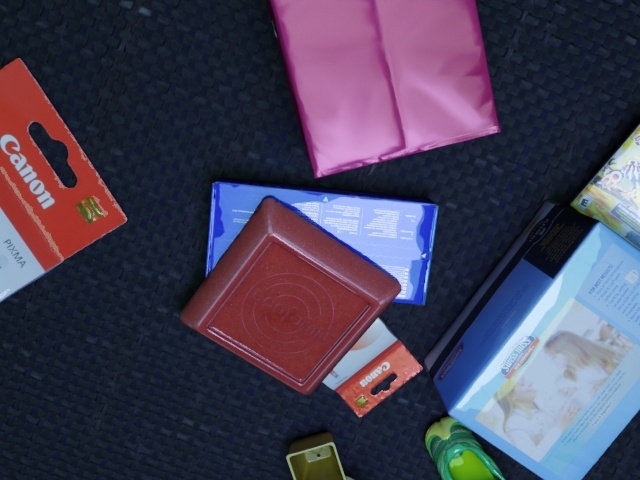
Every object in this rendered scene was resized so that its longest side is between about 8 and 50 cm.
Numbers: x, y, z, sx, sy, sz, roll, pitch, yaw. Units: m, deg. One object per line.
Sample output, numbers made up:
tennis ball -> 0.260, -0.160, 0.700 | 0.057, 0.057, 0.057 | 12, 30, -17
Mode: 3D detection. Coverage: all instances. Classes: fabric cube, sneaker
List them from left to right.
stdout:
fabric cube -> 0.076, -0.252, 0.995 | 0.259, 0.254, 0.258 | -14, 102, 1
sneaker -> 0.272, 0.436, 1.191 | 0.109, 0.123, 0.296 | -35, 100, 5

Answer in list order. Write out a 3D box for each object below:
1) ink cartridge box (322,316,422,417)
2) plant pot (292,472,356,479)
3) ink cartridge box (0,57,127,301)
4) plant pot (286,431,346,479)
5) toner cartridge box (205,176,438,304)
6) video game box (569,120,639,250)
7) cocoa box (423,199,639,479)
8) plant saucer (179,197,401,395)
ink cartridge box -> 0.063, 0.197, 1.183 | 0.145, 0.045, 0.179 | -39, 96, 6
plant pot -> 0.013, 0.573, 1.161 | 0.276, 0.276, 0.254 | -27, 112, 4
ink cartridge box -> -0.548, -0.053, 1.099 | 0.385, 0.091, 0.308 | -31, 100, 5
plant pot -> -0.007, 0.366, 1.192 | 0.081, 0.083, 0.081 | -17, 100, 1
toner cartridge box -> 0.000, 0.000, 1.129 | 0.347, 0.075, 0.165 | 6, 102, -2
video game box -> 0.529, -0.066, 1.098 | 0.205, 0.048, 0.187 | 39, 109, 9
cocoa box -> 0.361, 0.150, 1.087 | 0.231, 0.228, 0.347 | 35, 98, -7
plant saucer -> -0.049, 0.106, 1.092 | 0.258, 0.048, 0.259 | 33, 110, -14
